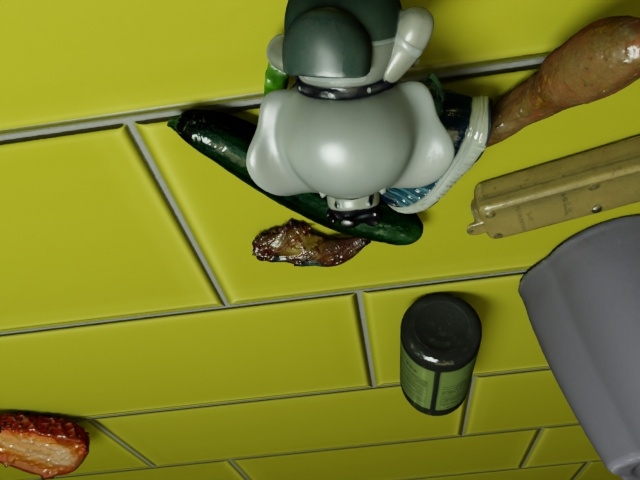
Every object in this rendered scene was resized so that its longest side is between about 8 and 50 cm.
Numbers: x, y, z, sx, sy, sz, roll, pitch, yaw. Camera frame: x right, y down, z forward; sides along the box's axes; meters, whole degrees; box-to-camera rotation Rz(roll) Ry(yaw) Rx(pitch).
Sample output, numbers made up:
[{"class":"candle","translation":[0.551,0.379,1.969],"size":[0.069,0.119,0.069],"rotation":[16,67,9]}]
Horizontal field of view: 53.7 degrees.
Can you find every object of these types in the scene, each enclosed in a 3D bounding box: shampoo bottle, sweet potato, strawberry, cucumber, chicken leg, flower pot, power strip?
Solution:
[{"class":"shampoo bottle","translation":[0.161,0.181,0.885],"size":[0.101,0.101,0.284],"rotation":[-6,146,3]},{"class":"sweet potato","translation":[0.171,-0.110,0.481],"size":[0.050,0.050,0.214],"rotation":[8,167,-17]},{"class":"strawberry","translation":[-0.476,0.326,1.058],"size":[0.188,0.082,0.121],"rotation":[32,113,-29]},{"class":"cucumber","translation":[-0.006,-0.047,0.573],"size":[0.284,0.056,0.056],"rotation":[22,138,-34]},{"class":"chicken leg","translation":[0.000,0.004,0.671],"size":[0.144,0.037,0.062],"rotation":[2,132,-6]},{"class":"flower pot","translation":[0.382,0.135,0.723],"size":[0.264,0.243,0.265],"rotation":[-1,147,-1]},{"class":"power strip","translation":[0.285,-0.063,0.595],"size":[0.305,0.044,0.064],"rotation":[-16,144,19]}]

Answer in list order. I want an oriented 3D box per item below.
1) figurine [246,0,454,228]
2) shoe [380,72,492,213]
[{"class":"figurine","translation":[0.019,-0.096,0.433],"size":[0.147,0.126,0.193],"rotation":[2,115,10]},{"class":"shoe","translation":[0.085,-0.076,0.537],"size":[0.071,0.064,0.143],"rotation":[24,146,-11]}]
